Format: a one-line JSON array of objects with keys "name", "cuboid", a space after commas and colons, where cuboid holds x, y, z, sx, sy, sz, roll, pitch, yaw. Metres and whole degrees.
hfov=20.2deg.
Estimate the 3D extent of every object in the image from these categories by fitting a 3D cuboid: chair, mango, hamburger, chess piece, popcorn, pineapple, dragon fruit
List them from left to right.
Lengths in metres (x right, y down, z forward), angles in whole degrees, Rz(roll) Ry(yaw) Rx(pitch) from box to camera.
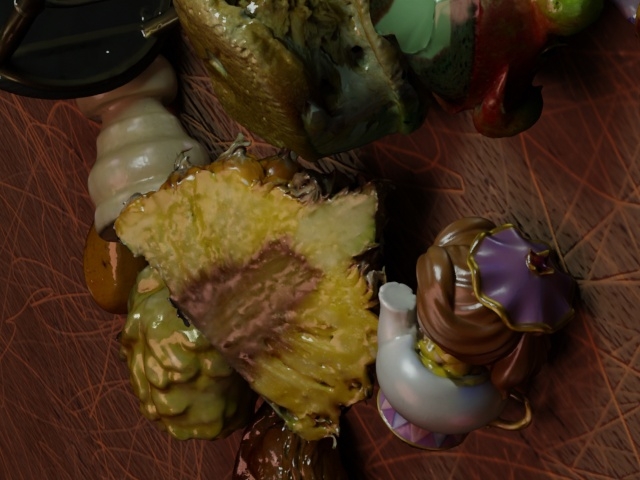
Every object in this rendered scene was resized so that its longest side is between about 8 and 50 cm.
[{"name": "chair", "cuboid": [-0.251, -0.358, 1.923, 0.361, 0.365, 0.410, 67, 152, 11]}, {"name": "mango", "cuboid": [-0.263, 0.016, 2.357, 0.115, 0.089, 0.165, 15, 114, 53]}, {"name": "chess piece", "cuboid": [-0.225, -0.162, 2.174, 0.167, 0.167, 0.299, -34, 68, 58]}, {"name": "popcorn", "cuboid": [-0.152, 0.103, 2.081, 0.233, 0.192, 0.266, -40, -57, -77]}, {"name": "hamburger", "cuboid": [-0.006, -0.181, 1.707, 0.192, 0.168, 0.288, 36, 163, 37]}, {"name": "pineapple", "cuboid": [0.002, -0.002, 1.899, 0.286, 0.209, 0.344, -40, 94, 29]}, {"name": "dragon fruit", "cuboid": [0.130, -0.225, 1.545, 0.295, 0.130, 0.268, -150, 57, -68]}]

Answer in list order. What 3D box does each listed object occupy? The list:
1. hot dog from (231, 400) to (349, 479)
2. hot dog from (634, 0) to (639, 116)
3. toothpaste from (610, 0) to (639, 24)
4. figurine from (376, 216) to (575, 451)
[{"name": "hot dog", "cuboid": [-0.024, 0.302, 2.086, 0.175, 0.114, 0.259, -28, 80, 59]}, {"name": "hot dog", "cuboid": [0.305, -0.092, 1.359, 0.163, 0.082, 0.270, 26, 142, 49]}, {"name": "toothpaste", "cuboid": [0.309, -0.170, 1.407, 0.301, 0.048, 0.075, 40, 131, 39]}, {"name": "figurine", "cuboid": [0.141, 0.086, 1.707, 0.190, 0.142, 0.263, 30, 135, 7]}]
